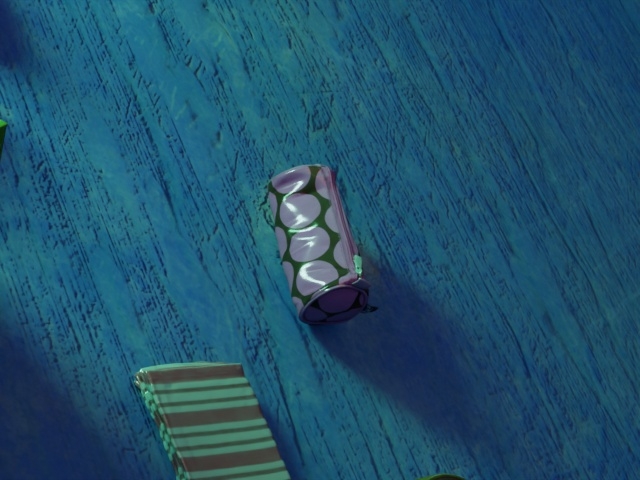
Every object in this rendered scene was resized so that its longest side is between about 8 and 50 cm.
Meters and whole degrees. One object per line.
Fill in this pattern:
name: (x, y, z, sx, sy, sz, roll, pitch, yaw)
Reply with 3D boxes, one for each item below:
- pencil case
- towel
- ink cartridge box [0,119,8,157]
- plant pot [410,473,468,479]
pencil case: (0.000, 0.000, 2.194, 0.095, 0.098, 0.209, 12, 46, -36)
towel: (-0.109, 0.218, 1.937, 0.144, 0.029, 0.197, 0, 57, -44)
ink cartridge box: (-0.467, -0.102, 1.772, 0.255, 0.097, 0.189, 29, 33, 19)
plant pot: (0.068, 0.344, 1.788, 0.237, 0.254, 0.237, 26, 40, -25)
